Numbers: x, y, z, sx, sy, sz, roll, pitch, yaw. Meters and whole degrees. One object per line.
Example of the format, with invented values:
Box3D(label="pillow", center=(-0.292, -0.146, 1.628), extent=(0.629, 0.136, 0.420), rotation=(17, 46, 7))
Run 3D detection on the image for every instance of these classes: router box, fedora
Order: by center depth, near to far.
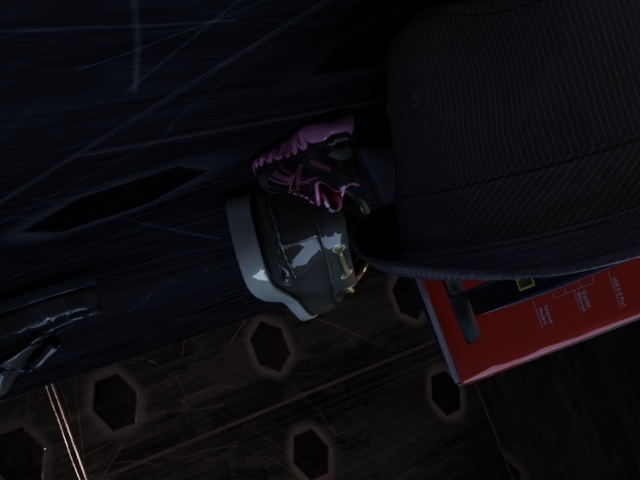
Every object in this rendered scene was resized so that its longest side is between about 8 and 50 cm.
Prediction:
Box3D(label="fedora", center=(0.120, -0.071, 0.711), extent=(0.244, 0.124, 0.275), rotation=(-18, -173, -6))
Box3D(label="router box", center=(0.193, -0.046, 0.979), extent=(0.301, 0.082, 0.335), rotation=(-21, -164, 2))

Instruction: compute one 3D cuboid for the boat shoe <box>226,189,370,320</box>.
Box3D(label="boat shoe", center=(0.001, 0.004, 1.231), extent=(0.091, 0.109, 0.305), rotation=(-17, 173, 9))

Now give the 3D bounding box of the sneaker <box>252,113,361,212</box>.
Box3D(label="sneaker", center=(-0.007, -0.042, 0.956), extent=(0.047, 0.057, 0.119), rotation=(-21, 177, -25))

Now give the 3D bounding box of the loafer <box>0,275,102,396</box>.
Box3D(label="loafer", center=(-0.305, 0.111, 1.255), extent=(0.268, 0.084, 0.096), rotation=(-21, 176, 8))
